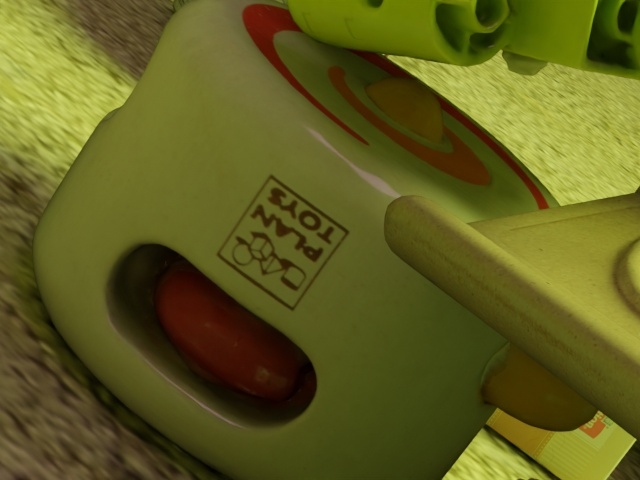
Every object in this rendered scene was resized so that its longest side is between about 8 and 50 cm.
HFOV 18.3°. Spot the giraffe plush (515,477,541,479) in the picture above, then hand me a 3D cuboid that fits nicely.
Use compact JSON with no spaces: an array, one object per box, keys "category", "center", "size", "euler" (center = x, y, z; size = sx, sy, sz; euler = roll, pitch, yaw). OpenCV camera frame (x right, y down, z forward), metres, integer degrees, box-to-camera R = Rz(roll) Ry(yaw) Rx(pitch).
[{"category":"giraffe plush","center":[0.176,0.119,0.745],"size":[0.210,0.170,0.181],"euler":[26,19,-29]}]

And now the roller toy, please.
[{"category":"roller toy","center":[0.000,0.000,0.775],"size":[0.191,0.146,0.209],"euler":[21,22,-37]}]

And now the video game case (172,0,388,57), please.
[{"category":"video game case","center":[0.003,-0.168,1.132],"size":[0.042,0.210,0.232],"euler":[27,18,-26]}]

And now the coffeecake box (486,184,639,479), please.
[{"category":"coffeecake box","center":[0.160,0.032,1.001],"size":[0.068,0.142,0.185],"euler":[36,16,5]}]

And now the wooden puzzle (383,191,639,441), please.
[{"category":"wooden puzzle","center":[0.236,0.063,0.621],"size":[0.348,0.080,0.322],"euler":[-5,27,-31]}]

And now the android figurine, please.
[{"category":"android figurine","center":[0.102,-0.086,0.764],"size":[0.248,0.056,0.273],"euler":[4,9,-40]}]
